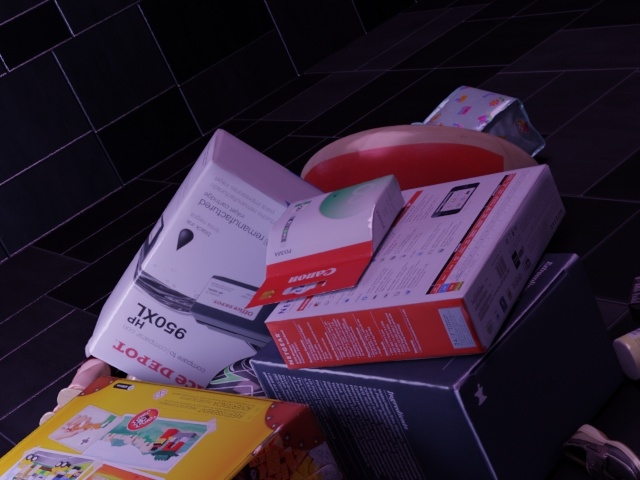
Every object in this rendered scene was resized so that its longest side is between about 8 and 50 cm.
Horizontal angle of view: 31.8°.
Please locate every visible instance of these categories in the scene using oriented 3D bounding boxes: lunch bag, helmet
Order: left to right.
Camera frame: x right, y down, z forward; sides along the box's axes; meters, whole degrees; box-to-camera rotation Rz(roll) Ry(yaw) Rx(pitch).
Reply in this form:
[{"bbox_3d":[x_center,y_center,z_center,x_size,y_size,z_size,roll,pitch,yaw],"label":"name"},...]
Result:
[{"bbox_3d":[-0.102,0.259,1.719,0.169,0.169,0.161,-22,11,7],"label":"helmet"},{"bbox_3d":[0.290,-0.185,2.333,0.262,0.160,0.223,-41,27,-8],"label":"lunch bag"}]

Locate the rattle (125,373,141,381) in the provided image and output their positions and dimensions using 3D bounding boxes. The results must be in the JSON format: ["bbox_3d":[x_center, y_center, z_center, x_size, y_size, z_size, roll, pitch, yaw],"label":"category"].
[{"bbox_3d":[-0.310,0.293,2.049,0.130,0.143,0.199,-26,40,48],"label":"rattle"}]

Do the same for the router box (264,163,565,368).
[{"bbox_3d":[0.134,0.032,1.509,0.301,0.082,0.335,-9,26,36],"label":"router box"}]

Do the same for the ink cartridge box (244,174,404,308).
[{"bbox_3d":[0.000,0.000,1.547,0.181,0.056,0.224,-14,22,31],"label":"ink cartridge box"}]

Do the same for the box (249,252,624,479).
[{"bbox_3d":[0.157,0.177,1.550,0.395,0.212,0.293,0,32,49],"label":"box"}]

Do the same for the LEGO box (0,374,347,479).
[{"bbox_3d":[-0.256,0.386,1.541,0.500,0.193,0.372,0,32,47],"label":"LEGO box"}]

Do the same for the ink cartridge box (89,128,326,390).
[{"bbox_3d":[-0.152,0.069,1.825,0.395,0.285,0.166,-55,14,19],"label":"ink cartridge box"}]

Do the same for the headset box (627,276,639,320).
[{"bbox_3d":[0.493,0.079,1.656,0.062,0.032,0.083,-12,24,29],"label":"headset box"}]

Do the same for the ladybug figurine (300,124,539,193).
[{"bbox_3d":[0.173,-0.056,1.955,0.449,0.305,0.162,1,49,2],"label":"ladybug figurine"}]

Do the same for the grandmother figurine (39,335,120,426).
[{"bbox_3d":[-0.428,0.265,2.123,0.208,0.104,0.342,-44,9,17],"label":"grandmother figurine"}]

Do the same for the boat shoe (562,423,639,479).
[{"bbox_3d":[0.345,0.269,1.356,0.049,0.056,0.152,-34,13,-9],"label":"boat shoe"}]

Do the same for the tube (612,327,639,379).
[{"bbox_3d":[0.514,0.116,1.523,0.240,0.070,0.062,-24,-17,-11],"label":"tube"}]
